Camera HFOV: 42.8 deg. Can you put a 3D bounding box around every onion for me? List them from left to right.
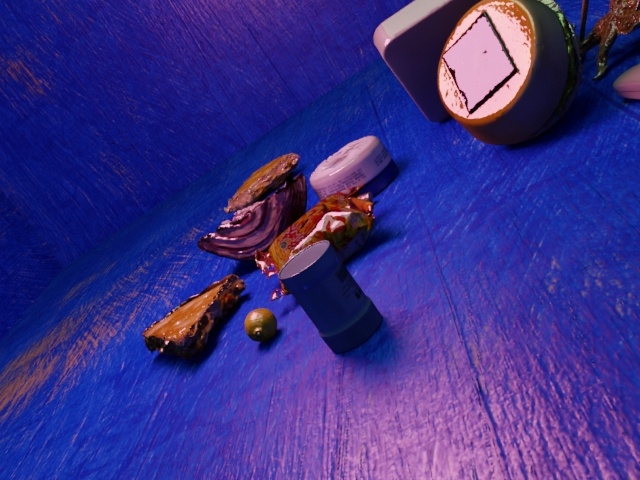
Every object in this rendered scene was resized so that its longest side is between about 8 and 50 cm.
[{"bbox_3d":[-0.124,-0.046,2.039,0.314,0.146,0.280,-36,0,28],"label":"onion"}]

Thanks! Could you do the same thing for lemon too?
[{"bbox_3d":[-0.111,0.159,1.525,0.062,0.062,0.083,-32,14,10],"label":"lemon"}]

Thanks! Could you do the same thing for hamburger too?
[{"bbox_3d":[0.374,-0.331,1.598,0.176,0.300,0.300,9,-18,-41],"label":"hamburger"}]

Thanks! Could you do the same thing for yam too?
[{"bbox_3d":[0.064,-0.075,1.903,0.145,0.032,0.032,-24,19,36],"label":"yam"}]

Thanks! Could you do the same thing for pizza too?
[{"bbox_3d":[-0.254,0.165,1.778,0.251,0.074,0.287,-41,18,-20],"label":"pizza"},{"bbox_3d":[-0.212,-0.167,2.685,0.288,0.075,0.280,-45,14,-26],"label":"pizza"}]

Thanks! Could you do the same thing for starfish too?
[{"bbox_3d":[0.602,-0.457,1.663,0.236,0.062,0.277,145,141,-71],"label":"starfish"}]

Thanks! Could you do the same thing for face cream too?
[{"bbox_3d":[0.077,-0.164,1.993,0.206,0.111,0.206,-32,13,8],"label":"face cream"}]

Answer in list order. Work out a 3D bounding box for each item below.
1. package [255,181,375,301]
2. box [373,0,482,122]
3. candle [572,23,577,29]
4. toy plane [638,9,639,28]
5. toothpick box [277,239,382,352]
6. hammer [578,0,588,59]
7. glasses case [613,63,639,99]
[{"bbox_3d":[0.000,0.003,1.683,0.288,0.108,0.223,-41,20,7],"label":"package"},{"bbox_3d":[0.351,-0.481,1.959,0.373,0.367,0.090,-32,56,13],"label":"box"},{"bbox_3d":[0.447,-0.398,1.780,0.330,0.187,0.187,-10,29,53],"label":"candle"},{"bbox_3d":[0.737,-0.517,1.693,0.271,0.105,0.254,-42,10,-9],"label":"toy plane"},{"bbox_3d":[0.016,0.089,1.295,0.101,0.153,0.101,-32,16,10],"label":"toothpick box"},{"bbox_3d":[0.568,-0.470,1.771,0.013,0.199,0.062,21,52,29],"label":"hammer"},{"bbox_3d":[0.578,-0.276,1.392,0.081,0.051,0.204,-37,16,-4],"label":"glasses case"}]
